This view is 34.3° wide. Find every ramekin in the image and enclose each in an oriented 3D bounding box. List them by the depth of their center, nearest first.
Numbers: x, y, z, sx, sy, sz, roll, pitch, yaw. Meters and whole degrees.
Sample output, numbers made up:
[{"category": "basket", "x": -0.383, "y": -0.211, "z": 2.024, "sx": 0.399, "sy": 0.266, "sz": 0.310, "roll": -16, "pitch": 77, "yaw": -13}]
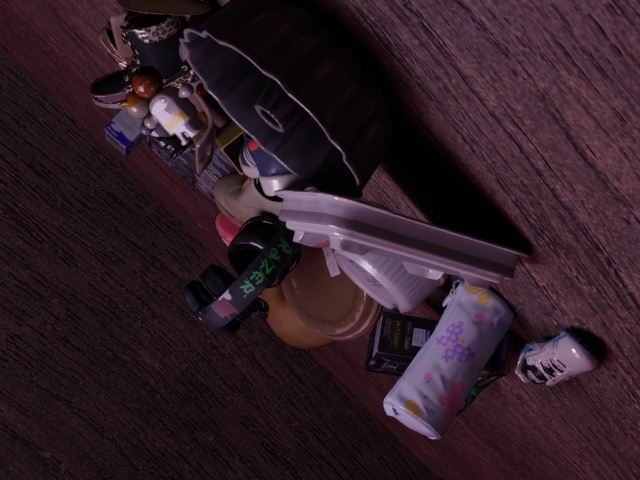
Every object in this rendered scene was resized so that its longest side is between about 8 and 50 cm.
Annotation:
[{"category": "ramekin", "x": 0.120, "y": 0.039, "z": 1.872, "sx": 0.207, "sy": 0.109, "sz": 0.207, "roll": 40, "pitch": 169, "yaw": 9}]

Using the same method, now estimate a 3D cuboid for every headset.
[{"category": "headset", "x": -0.128, "y": 0.085, "z": 1.965, "sx": 0.185, "sy": 0.243, "sz": 0.394, "roll": 45, "pitch": 165, "yaw": -9}]

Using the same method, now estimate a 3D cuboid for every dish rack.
[{"category": "dish rack", "x": 0.107, "y": 0.003, "z": 1.521, "sx": 0.333, "sy": 0.072, "sz": 0.285, "roll": 15, "pitch": 177, "yaw": -21}]

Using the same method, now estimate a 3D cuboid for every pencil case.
[{"category": "pencil case", "x": 0.217, "y": 0.200, "z": 1.752, "sx": 0.124, "sy": 0.273, "sz": 0.113, "roll": 41, "pitch": 165, "yaw": -34}]

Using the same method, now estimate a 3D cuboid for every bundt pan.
[{"category": "bundt pan", "x": -0.031, "y": -0.209, "z": 1.419, "sx": 0.331, "sy": 0.124, "sz": 0.331, "roll": 40, "pitch": 169, "yaw": 9}]

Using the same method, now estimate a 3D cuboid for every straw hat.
[{"category": "straw hat", "x": -0.235, "y": -0.388, "z": 1.572, "sx": 0.144, "sy": 0.145, "sz": 0.061, "roll": 32, "pitch": 127, "yaw": 42}]

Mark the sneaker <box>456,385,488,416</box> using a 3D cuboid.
[{"category": "sneaker", "x": 0.231, "y": 0.297, "z": 2.372, "sx": 0.134, "sy": 0.146, "sz": 0.343, "roll": 48, "pitch": 168, "yaw": -27}]

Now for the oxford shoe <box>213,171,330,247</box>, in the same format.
[{"category": "oxford shoe", "x": -0.095, "y": -0.102, "z": 2.043, "sx": 0.397, "sy": 0.140, "sz": 0.146, "roll": 12, "pitch": 147, "yaw": 47}]

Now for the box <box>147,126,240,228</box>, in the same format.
[{"category": "box", "x": -0.230, "y": -0.151, "z": 2.378, "sx": 0.395, "sy": 0.097, "sz": 0.318, "roll": 42, "pitch": 171, "yaw": 1}]

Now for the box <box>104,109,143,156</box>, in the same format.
[{"category": "box", "x": -0.451, "y": -0.284, "z": 2.509, "sx": 0.072, "sy": 0.137, "sz": 0.126, "roll": 42, "pitch": 169, "yaw": -5}]

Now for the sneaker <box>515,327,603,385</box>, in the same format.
[{"category": "sneaker", "x": 0.378, "y": 0.195, "z": 1.655, "sx": 0.085, "sy": 0.086, "sz": 0.237, "roll": 43, "pitch": 167, "yaw": 2}]

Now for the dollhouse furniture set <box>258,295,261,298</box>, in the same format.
[{"category": "dollhouse furniture set", "x": -0.077, "y": 0.090, "z": 2.550, "sx": 0.144, "sy": 0.123, "sz": 0.151, "roll": 48, "pitch": 138, "yaw": 33}]

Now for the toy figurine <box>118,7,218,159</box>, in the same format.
[{"category": "toy figurine", "x": -0.210, "y": -0.250, "z": 1.652, "sx": 0.148, "sy": 0.209, "sz": 0.213, "roll": 49, "pitch": 167, "yaw": -7}]

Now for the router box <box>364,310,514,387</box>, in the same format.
[{"category": "router box", "x": 0.218, "y": 0.216, "z": 1.992, "sx": 0.243, "sy": 0.080, "sz": 0.309, "roll": 9, "pitch": 166, "yaw": 0}]

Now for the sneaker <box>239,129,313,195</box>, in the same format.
[{"category": "sneaker", "x": -0.074, "y": -0.180, "z": 1.740, "sx": 0.350, "sy": 0.131, "sz": 0.148, "roll": -138, "pitch": 35, "yaw": -72}]

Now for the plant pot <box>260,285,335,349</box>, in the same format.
[{"category": "plant pot", "x": 0.032, "y": 0.107, "z": 2.219, "sx": 0.237, "sy": 0.237, "sz": 0.254, "roll": 45, "pitch": 154, "yaw": -15}]

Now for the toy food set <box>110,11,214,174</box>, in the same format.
[{"category": "toy food set", "x": -0.311, "y": -0.284, "z": 2.034, "sx": 0.306, "sy": 0.092, "sz": 0.220, "roll": 55, "pitch": 169, "yaw": 6}]

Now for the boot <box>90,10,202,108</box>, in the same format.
[{"category": "boot", "x": -0.324, "y": -0.327, "z": 1.831, "sx": 0.237, "sy": 0.085, "sz": 0.178, "roll": -9, "pitch": 145, "yaw": 13}]

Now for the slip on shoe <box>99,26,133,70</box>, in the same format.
[{"category": "slip on shoe", "x": -0.412, "y": -0.398, "z": 2.194, "sx": 0.135, "sy": 0.051, "sz": 0.041, "roll": 50, "pitch": 156, "yaw": -7}]

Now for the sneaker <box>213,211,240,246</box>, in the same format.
[{"category": "sneaker", "x": -0.129, "y": 0.002, "z": 2.642, "sx": 0.314, "sy": 0.116, "sz": 0.136, "roll": 34, "pitch": 158, "yaw": 5}]

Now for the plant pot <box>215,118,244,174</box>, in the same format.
[{"category": "plant pot", "x": -0.158, "y": -0.195, "z": 2.020, "sx": 0.081, "sy": 0.081, "sz": 0.083, "roll": 53, "pitch": 178, "yaw": -42}]

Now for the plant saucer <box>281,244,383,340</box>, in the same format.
[{"category": "plant saucer", "x": 0.013, "y": 0.069, "z": 2.067, "sx": 0.278, "sy": 0.041, "sz": 0.277, "roll": 12, "pitch": 108, "yaw": 41}]
